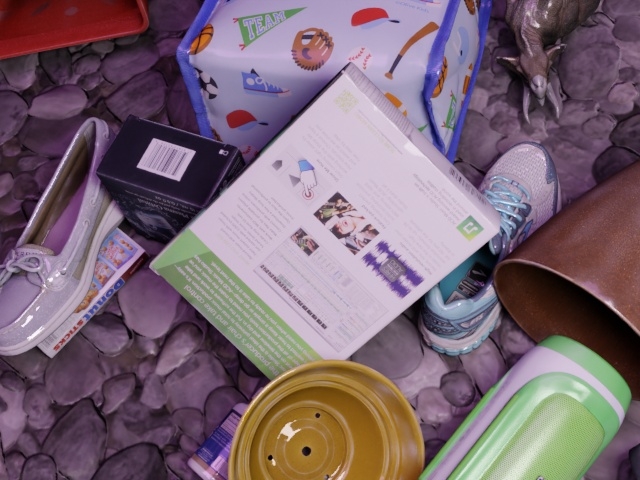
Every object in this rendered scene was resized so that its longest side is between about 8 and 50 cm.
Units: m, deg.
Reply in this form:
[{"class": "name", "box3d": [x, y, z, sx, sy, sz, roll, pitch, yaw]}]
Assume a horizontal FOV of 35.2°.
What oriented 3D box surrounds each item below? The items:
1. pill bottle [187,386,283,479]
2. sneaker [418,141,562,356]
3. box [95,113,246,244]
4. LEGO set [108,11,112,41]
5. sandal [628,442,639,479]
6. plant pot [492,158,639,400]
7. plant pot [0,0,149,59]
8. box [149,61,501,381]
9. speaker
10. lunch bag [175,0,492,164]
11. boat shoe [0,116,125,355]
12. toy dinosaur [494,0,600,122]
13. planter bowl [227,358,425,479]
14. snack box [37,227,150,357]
[{"class": "pill bottle", "box3d": [-0.088, 0.227, 1.141, 0.067, 0.067, 0.120, 35, 75, 24]}, {"class": "sneaker", "box3d": [0.204, -0.005, 1.168, 0.110, 0.122, 0.283, 21, 70, 19]}, {"class": "box", "box3d": [-0.168, -0.058, 1.247, 0.155, 0.158, 0.093, 18, 67, 20]}, {"class": "LEGO set", "box3d": [-0.314, -0.317, 1.481, 0.083, 0.023, 0.054, -16, 62, 3]}, {"class": "sandal", "box3d": [0.351, 0.322, 0.999, 0.054, 0.097, 0.255, -28, 58, 27]}, {"class": "plant pot", "box3d": [0.341, 0.015, 1.084, 0.215, 0.215, 0.230, 36, 72, 24]}, {"class": "plant pot", "box3d": [-0.396, -0.448, 1.434, 0.267, 0.267, 0.236, -9, 42, 7]}, {"class": "box", "box3d": [0.000, 0.000, 1.098, 0.232, 0.058, 0.322, 45, 112, -7]}, {"class": "speaker", "box3d": [0.192, 0.242, 1.045, 0.131, 0.131, 0.296, 36, 75, 24]}, {"class": "lunch bag", "box3d": [0.041, -0.282, 1.285, 0.327, 0.239, 0.386, 9, 50, 16]}, {"class": "boat shoe", "box3d": [-0.332, -0.006, 1.264, 0.118, 0.103, 0.320, 9, 59, 37]}, {"class": "toy dinosaur", "box3d": [0.304, -0.318, 1.303, 0.121, 0.160, 0.314, 20, 60, 32]}, {"class": "planter bowl", "box3d": [-0.004, 0.233, 1.087, 0.217, 0.090, 0.217, 0, 88, -18]}, {"class": "snack box", "box3d": [-0.302, 0.064, 1.290, 0.064, 0.022, 0.178, 36, 75, 27]}]
